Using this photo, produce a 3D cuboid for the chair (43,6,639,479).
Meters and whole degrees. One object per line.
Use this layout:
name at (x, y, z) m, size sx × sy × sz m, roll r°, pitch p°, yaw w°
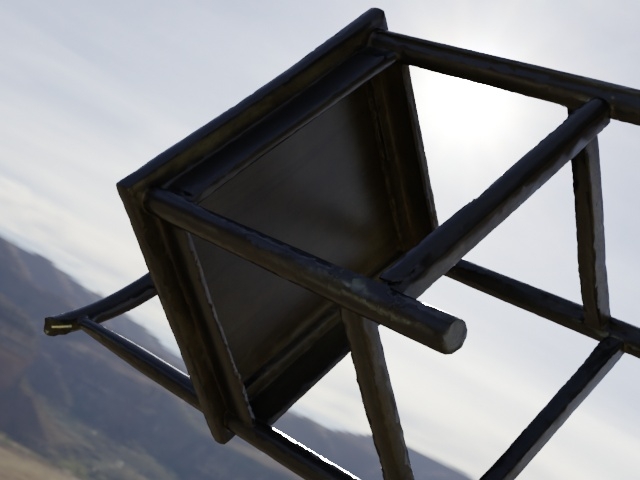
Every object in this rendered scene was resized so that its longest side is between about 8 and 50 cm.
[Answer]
chair at (0.000, 0.000, 0.448) m, size 0.260 × 0.154 × 0.141 m, roll 23°, pitch -41°, yaw 39°
